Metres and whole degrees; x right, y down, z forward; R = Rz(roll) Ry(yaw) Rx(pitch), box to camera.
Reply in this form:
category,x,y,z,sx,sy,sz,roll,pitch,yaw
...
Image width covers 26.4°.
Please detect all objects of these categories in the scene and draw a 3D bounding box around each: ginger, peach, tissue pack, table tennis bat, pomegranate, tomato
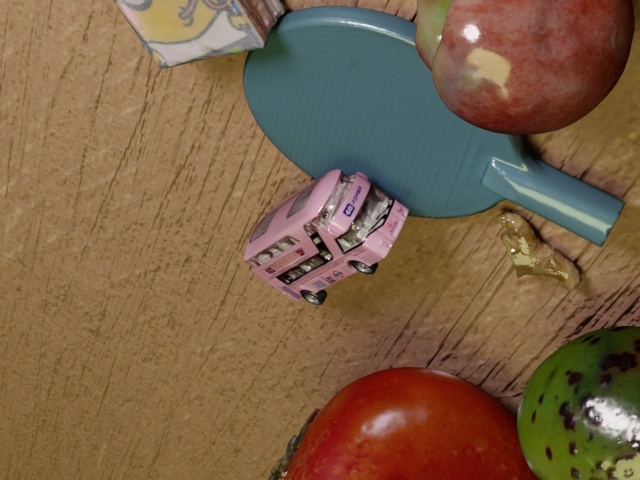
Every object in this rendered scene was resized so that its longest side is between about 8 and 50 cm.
category,x,y,z,sx,sy,sz,roll,pitch,yaw
ginger,0.180,0.015,1.178,0.097,0.030,0.048,41,140,-15
peach,0.141,-0.138,0.935,0.152,0.152,0.152,17,142,14
tissue pack,-0.114,-0.212,1.057,0.115,0.065,0.155,-7,132,36
table tennis bat,0.087,-0.082,1.112,0.329,0.044,0.215,24,144,7
pomegranate,0.252,0.185,1.170,0.202,0.248,0.202,32,170,6
tomato,0.075,0.297,1.336,0.290,0.325,0.293,30,140,-2

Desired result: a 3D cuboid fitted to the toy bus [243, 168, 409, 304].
category,x,y,z,sx,sy,sz,roll,pitch,yaw
toy bus,0.000,0.000,1.218,0.090,0.063,0.203,34,155,-13
